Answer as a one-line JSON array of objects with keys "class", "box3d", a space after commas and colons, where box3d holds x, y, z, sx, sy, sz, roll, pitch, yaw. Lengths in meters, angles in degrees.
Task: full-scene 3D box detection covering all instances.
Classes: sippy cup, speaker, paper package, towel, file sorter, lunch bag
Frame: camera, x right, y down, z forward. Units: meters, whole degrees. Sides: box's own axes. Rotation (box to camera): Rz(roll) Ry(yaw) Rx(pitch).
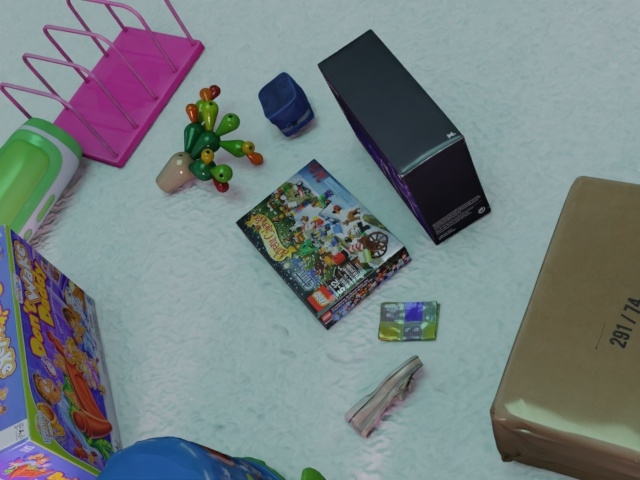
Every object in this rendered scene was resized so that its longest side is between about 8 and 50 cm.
[{"class": "sippy cup", "box3d": [-0.153, 0.339, 0.999, 0.305, 0.224, 0.240, -47, 54, -10]}, {"class": "speaker", "box3d": [-0.534, -0.063, 1.475, 0.131, 0.131, 0.296, 15, 66, 29]}, {"class": "paper package", "box3d": [0.388, 0.121, 0.956, 0.310, 0.168, 0.324, 13, 64, 27]}, {"class": "towel", "box3d": [0.119, 0.109, 1.170, 0.083, 0.009, 0.060, -2, 58, 22]}, {"class": "file sorter", "box3d": [-0.395, -0.316, 1.546, 0.202, 0.182, 0.290, 18, 67, 31]}, {"class": "lunch bag", "box3d": [-0.053, -0.219, 1.416, 0.067, 0.065, 0.098, -35, 45, 17]}]

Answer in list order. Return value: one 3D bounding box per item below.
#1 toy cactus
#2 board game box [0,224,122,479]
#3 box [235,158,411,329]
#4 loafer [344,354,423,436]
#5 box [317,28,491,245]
[{"class": "toy cactus", "box3d": [-0.194, -0.146, 1.424, 0.180, 0.112, 0.219, -40, 53, 18]}, {"class": "board game box", "box3d": [-0.383, 0.179, 1.190, 0.078, 0.233, 0.347, -26, 53, 5]}, {"class": "box", "box3d": [0.000, 0.000, 1.267, 0.159, 0.044, 0.233, -39, 53, -6]}, {"class": "loafer", "box3d": [0.089, 0.201, 1.108, 0.125, 0.045, 0.039, -42, 70, 1]}, {"class": "box", "box3d": [0.119, -0.148, 1.228, 0.103, 0.184, 0.261, -32, 52, 0]}]
